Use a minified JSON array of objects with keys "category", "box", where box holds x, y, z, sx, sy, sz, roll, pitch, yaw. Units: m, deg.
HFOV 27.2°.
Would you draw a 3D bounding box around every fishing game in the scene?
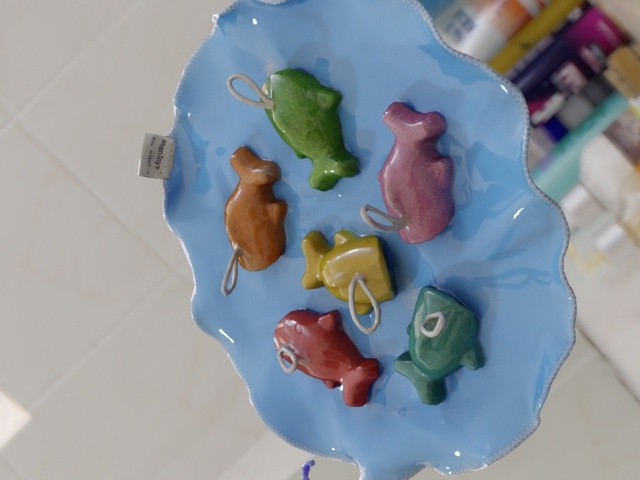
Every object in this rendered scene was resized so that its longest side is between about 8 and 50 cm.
[{"category":"fishing game","box":[0.000,0.000,0.448,0.189,0.264,0.041,16,-153,41]}]
